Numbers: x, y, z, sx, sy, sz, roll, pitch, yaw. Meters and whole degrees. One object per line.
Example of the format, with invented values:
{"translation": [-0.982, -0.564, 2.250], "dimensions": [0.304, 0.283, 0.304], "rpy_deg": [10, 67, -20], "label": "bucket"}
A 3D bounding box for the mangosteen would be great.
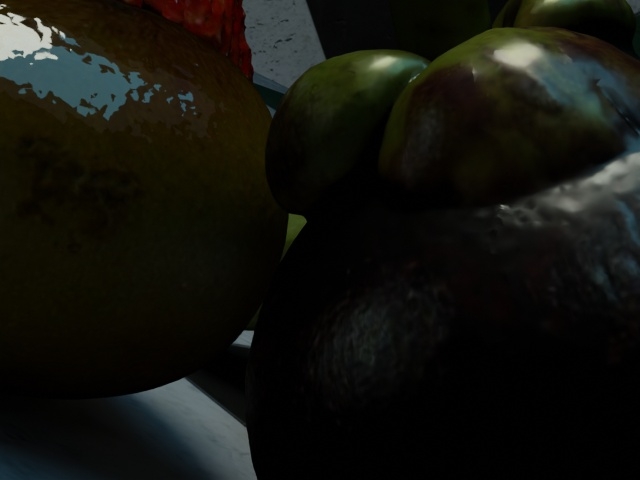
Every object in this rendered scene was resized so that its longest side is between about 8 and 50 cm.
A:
{"translation": [0.098, 0.042, 0.736], "dimensions": [0.313, 0.297, 0.297], "rpy_deg": [46, 19, 32], "label": "mangosteen"}

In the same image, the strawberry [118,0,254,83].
{"translation": [-0.152, -0.136, 1.231], "dimensions": [0.239, 0.250, 0.288], "rpy_deg": [25, -18, 31], "label": "strawberry"}

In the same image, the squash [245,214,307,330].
{"translation": [0.002, -0.009, 1.011], "dimensions": [0.288, 0.137, 0.137], "rpy_deg": [-9, 6, 9], "label": "squash"}

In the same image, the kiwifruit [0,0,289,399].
{"translation": [-0.135, -0.024, 0.776], "dimensions": [0.234, 0.196, 0.196], "rpy_deg": [15, 14, -37], "label": "kiwifruit"}
